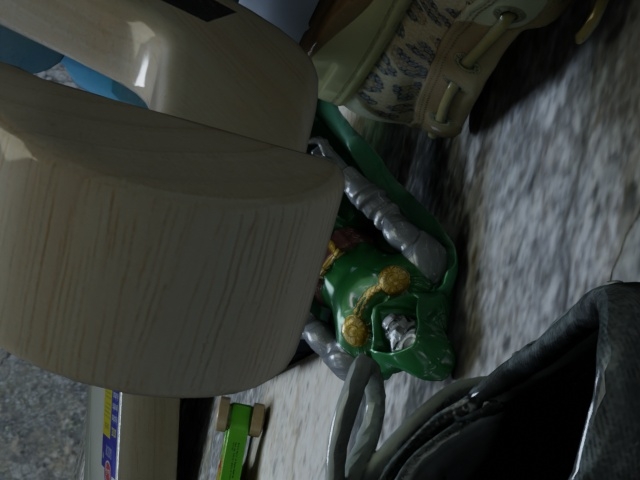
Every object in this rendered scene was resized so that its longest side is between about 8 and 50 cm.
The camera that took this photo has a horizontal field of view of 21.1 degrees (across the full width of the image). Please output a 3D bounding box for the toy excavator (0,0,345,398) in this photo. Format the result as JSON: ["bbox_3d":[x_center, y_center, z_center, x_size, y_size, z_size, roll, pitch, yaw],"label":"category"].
[{"bbox_3d":[-0.111,-0.131,0.777,0.433,0.445,0.222,-30,-39,-55],"label":"toy excavator"}]

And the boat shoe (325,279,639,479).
[{"bbox_3d":[0.049,0.086,0.461,0.306,0.105,0.113,131,150,-68],"label":"boat shoe"}]

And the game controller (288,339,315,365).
[{"bbox_3d":[-0.050,0.000,1.070,0.166,0.067,0.319,59,165,2],"label":"game controller"}]

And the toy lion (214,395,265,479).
[{"bbox_3d":[-0.064,0.165,1.178,0.096,0.034,0.100,110,170,-71],"label":"toy lion"}]

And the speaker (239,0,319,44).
[{"bbox_3d":[0.021,-0.237,0.931,0.131,0.131,0.296,-93,19,-56],"label":"speaker"}]

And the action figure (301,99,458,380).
[{"bbox_3d":[0.000,0.000,0.814,0.137,0.063,0.232,-56,39,8],"label":"action figure"}]

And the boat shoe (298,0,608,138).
[{"bbox_3d":[0.071,-0.116,0.681,0.104,0.089,0.285,-65,10,-18],"label":"boat shoe"}]

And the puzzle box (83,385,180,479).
[{"bbox_3d":[-0.180,0.176,1.595,0.409,0.052,0.272,168,105,-78],"label":"puzzle box"}]
